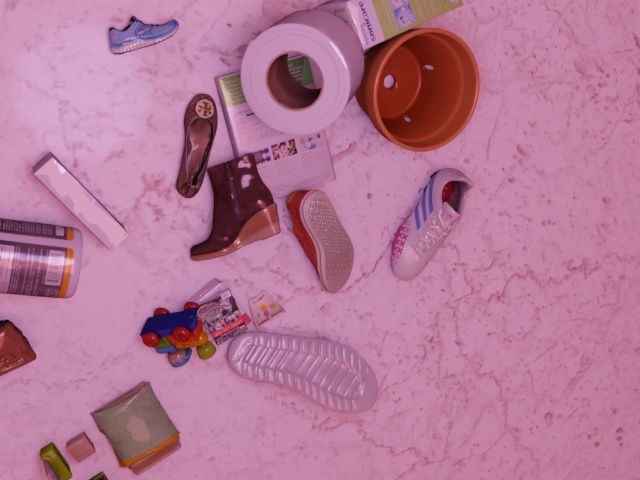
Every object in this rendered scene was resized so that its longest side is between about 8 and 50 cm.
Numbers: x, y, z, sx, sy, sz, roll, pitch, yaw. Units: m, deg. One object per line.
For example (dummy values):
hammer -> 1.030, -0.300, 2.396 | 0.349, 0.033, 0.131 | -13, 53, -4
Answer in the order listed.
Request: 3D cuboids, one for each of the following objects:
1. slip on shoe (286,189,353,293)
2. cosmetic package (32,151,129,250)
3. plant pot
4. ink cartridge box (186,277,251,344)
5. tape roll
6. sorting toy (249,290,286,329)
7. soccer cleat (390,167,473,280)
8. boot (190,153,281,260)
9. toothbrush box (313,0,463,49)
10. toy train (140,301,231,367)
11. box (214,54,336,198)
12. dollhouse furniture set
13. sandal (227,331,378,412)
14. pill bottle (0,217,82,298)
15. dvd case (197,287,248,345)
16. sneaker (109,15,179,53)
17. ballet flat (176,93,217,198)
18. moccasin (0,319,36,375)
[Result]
slip on shoe -> 0.000, 0.000, 2.031 | 0.123, 0.101, 0.331 | -45, 134, -25
cosmetic package -> -0.536, -0.086, 1.792 | 0.060, 0.099, 0.239 | -44, 114, -8
plant pot -> 0.211, -0.378, 1.970 | 0.291, 0.203, 0.290 | -8, 110, -24
ink cartridge box -> -0.253, 0.175, 1.994 | 0.099, 0.056, 0.135 | -39, 114, -10
tape roll -> -0.036, -0.373, 1.774 | 0.246, 0.169, 0.246 | 6, 118, 12
sorting toy -> -0.144, 0.172, 2.050 | 0.083, 0.045, 0.075 | -32, 105, -13
soccer cleat -> 0.293, -0.040, 2.125 | 0.116, 0.143, 0.331 | 24, 92, -26
boot -> -0.230, -0.076, 1.923 | 0.249, 0.090, 0.206 | -21, 95, 12
toothbrush box -> 0.159, -0.558, 1.913 | 0.283, 0.206, 0.122 | -29, 111, -14
toy train -> -0.290, 0.227, 1.914 | 0.248, 0.105, 0.143 | -12, 126, 22
box -> -0.107, -0.269, 1.954 | 0.232, 0.058, 0.321 | -19, 110, -18
dollhouse furniture set -> -0.486, 0.512, 1.922 | 0.302, 0.151, 0.197 | -31, 112, -14
sandal -> -0.042, 0.329, 2.102 | 0.416, 0.102, 0.169 | 22, 78, -13
pill bottle -> -0.666, 0.035, 1.732 | 0.279, 0.162, 0.162 | 8, 99, -23
dvd case -> -0.238, 0.186, 1.963 | 0.087, 0.013, 0.119 | -28, 113, -16
sneaker -> -0.393, -0.467, 1.784 | 0.162, 0.063, 0.073 | -22, 106, -17
ballet flat -> -0.289, -0.220, 1.886 | 0.084, 0.058, 0.249 | 11, 98, -25
moccasin -> -0.811, 0.331, 1.763 | 0.380, 0.139, 0.147 | -36, 104, -22
